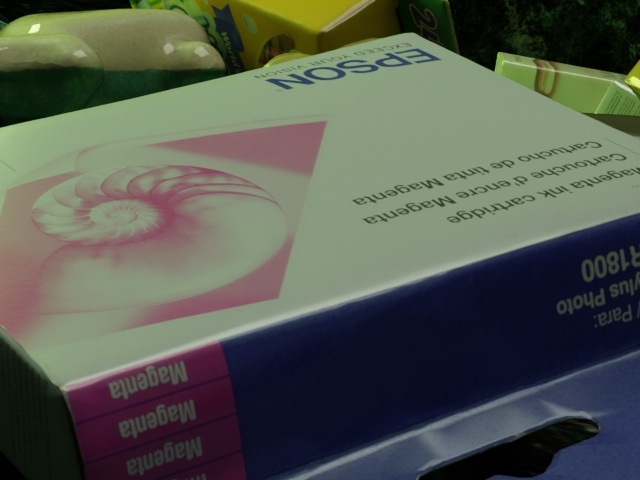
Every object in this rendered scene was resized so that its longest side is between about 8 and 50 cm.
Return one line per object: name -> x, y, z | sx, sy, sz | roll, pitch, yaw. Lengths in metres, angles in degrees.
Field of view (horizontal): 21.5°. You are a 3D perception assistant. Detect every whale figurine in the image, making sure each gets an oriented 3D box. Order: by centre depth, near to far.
whale figurine -> -0.175, -0.099, 1.245 | 0.216, 0.141, 0.272 | -2, 6, 8

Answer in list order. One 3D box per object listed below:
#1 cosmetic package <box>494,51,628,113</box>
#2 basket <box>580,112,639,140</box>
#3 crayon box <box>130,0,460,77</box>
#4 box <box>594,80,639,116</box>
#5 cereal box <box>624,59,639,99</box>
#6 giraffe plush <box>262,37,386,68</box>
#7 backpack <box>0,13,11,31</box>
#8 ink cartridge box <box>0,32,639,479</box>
cosmetic package -> 0.344, -0.133, 1.995 | 0.296, 0.129, 0.153 | 10, 11, 1
basket -> 0.277, -0.023, 1.294 | 0.227, 0.154, 0.204 | 7, 17, 4
crayon box -> -0.019, -0.128, 1.336 | 0.083, 0.203, 0.323 | -37, 41, -25
box -> 0.359, -0.098, 1.803 | 0.103, 0.114, 0.203 | 35, 20, 21
cereal box -> 0.390, -0.067, 1.505 | 0.173, 0.047, 0.240 | 35, -4, 46
giraffe plush -> 0.000, 0.000, 0.949 | 0.210, 0.181, 0.170 | 47, 30, 7
backpack -> -0.354, -0.158, 1.383 | 0.166, 0.144, 0.188 | 15, -12, 15
ink cartridge box -> 0.005, 0.011, 0.711 | 0.324, 0.071, 0.330 | -16, 29, -31
